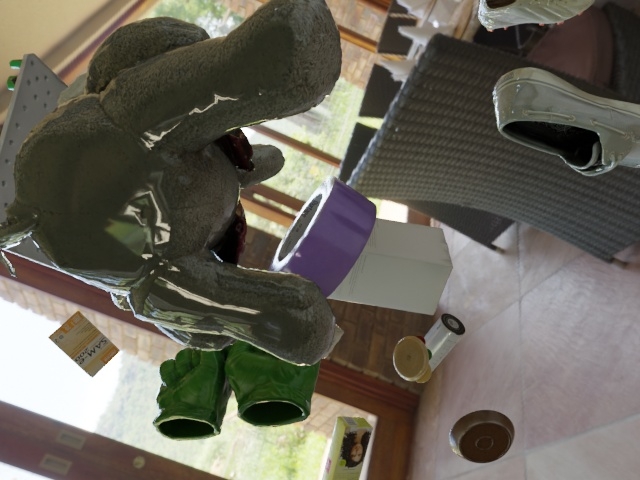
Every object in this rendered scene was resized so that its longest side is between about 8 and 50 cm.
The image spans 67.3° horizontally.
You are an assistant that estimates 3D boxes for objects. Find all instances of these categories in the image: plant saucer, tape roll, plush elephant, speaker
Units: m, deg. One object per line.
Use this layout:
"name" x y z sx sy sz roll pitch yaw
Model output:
"plant saucer" 0.413 0.506 1.221 0.029 0.168 0.169 -88 20 -68
"tape roll" 0.000 0.000 0.739 0.189 0.080 0.189 -53 13 18
"plush elephant" -0.135 -0.052 0.451 0.255 0.329 0.272 -85 -11 -71
"speaker" 0.225 0.209 0.947 0.055 0.055 0.136 -77 12 -58

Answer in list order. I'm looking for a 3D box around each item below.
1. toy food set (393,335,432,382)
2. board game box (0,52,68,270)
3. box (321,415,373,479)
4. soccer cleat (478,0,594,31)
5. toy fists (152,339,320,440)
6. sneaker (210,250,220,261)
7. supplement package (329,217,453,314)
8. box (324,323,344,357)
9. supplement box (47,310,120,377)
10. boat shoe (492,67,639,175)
"toy food set" 0.168 0.215 0.881 0.083 0.020 0.083 -4 78 49
"board game box" -0.584 -0.134 1.077 0.390 0.050 0.391 67 -155 -71
"box" 0.061 0.578 1.246 0.058 0.087 0.233 25 104 65
"soccer cleat" 0.385 -0.428 0.862 0.076 0.196 0.068 44 -131 -59
"toy fists" -0.130 0.201 0.722 0.278 0.096 0.142 -18 37 21
"sneaker" -0.323 0.158 1.309 0.125 0.139 0.341 -120 31 -41
"supplement package" 0.176 0.060 1.288 0.178 0.292 0.176 -84 4 -55
"box" -0.064 0.248 1.542 0.113 0.275 0.094 -57 -30 6
"supplement box" -0.397 0.174 0.809 0.062 0.098 0.036 -49 16 -28
"boat shoe" 0.293 -0.113 0.537 0.079 0.227 0.081 132 153 -67
